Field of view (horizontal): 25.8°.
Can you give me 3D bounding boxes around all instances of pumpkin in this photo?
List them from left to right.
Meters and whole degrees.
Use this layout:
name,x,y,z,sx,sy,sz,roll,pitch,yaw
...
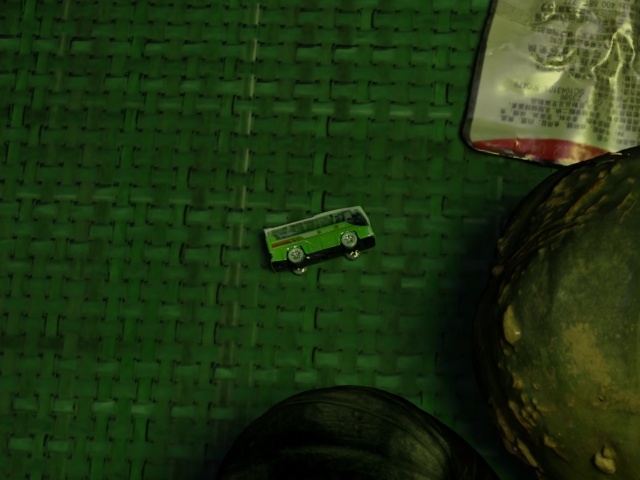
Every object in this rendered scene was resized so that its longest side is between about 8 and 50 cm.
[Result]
name,x,y,z,sx,sy,sz,roll,pitch,yaw
pumpkin,0.044,0.210,0.916,0.216,0.250,0.250,-25,74,25
pumpkin,0.255,0.068,0.906,0.328,0.291,0.257,5,79,20

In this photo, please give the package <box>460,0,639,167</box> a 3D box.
name,x,y,z,sx,sy,sz,roll,pitch,yaw
package,0.211,-0.168,1.107,0.166,0.040,0.232,10,85,9

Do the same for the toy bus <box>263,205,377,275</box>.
name,x,y,z,sx,sy,sz,roll,pitch,yaw
toy bus,0.000,0.000,1.082,0.083,0.031,0.037,-16,66,0
